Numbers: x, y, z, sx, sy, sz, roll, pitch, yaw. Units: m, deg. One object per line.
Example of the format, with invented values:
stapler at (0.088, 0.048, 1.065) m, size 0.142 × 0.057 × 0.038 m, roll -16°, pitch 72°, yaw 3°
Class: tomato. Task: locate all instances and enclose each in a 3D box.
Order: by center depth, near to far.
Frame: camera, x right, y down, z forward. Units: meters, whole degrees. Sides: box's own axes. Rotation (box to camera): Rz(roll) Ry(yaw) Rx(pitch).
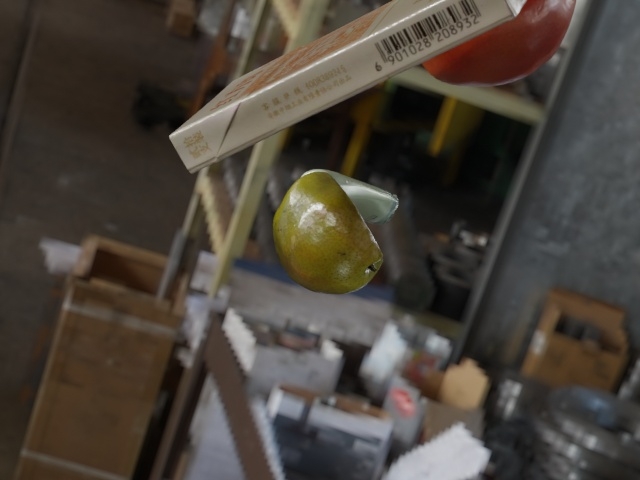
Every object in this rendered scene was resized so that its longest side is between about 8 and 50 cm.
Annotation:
tomato at (0.223, -0.324, 2.229) m, size 0.260 × 0.260 × 0.180 m, roll 13°, pitch -9°, yaw -16°

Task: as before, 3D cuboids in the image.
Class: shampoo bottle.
shampoo bottle at (0.037, -0.056, 2.173) m, size 0.072 × 0.049 × 0.212 m, roll -3°, pitch -7°, yaw 26°

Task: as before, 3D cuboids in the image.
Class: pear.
pear at (0.000, 0.000, 1.864) m, size 0.141 × 0.104 × 0.141 m, roll 53°, pitch -4°, yaw 6°

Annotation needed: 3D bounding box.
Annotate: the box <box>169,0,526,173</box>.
box at (0.039, -0.185, 1.645) m, size 0.051 × 0.365 × 0.204 m, roll 60°, pitch 24°, yaw -12°
